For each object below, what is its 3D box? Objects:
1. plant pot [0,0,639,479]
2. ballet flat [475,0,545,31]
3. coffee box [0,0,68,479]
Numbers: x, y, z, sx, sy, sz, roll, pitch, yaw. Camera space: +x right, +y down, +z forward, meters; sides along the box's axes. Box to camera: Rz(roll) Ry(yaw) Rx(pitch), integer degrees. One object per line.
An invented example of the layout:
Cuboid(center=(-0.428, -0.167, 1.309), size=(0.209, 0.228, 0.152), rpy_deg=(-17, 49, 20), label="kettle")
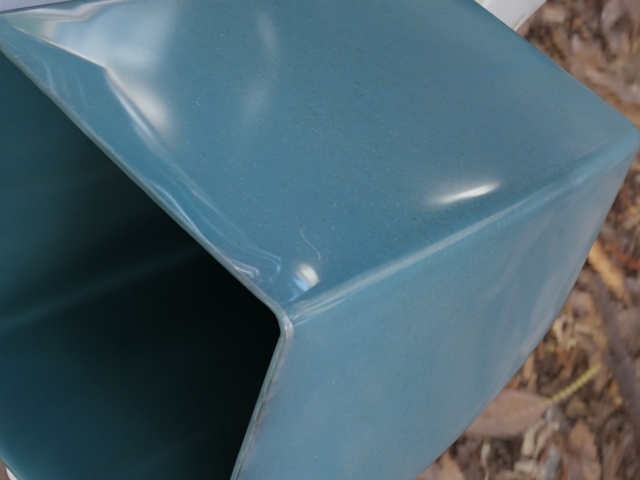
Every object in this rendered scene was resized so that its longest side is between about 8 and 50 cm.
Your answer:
Cuboid(center=(0.000, 0.000, 0.644), size=(0.234, 0.165, 0.166), rpy_deg=(-23, 54, -39), label="plant pot")
Cuboid(center=(0.014, -0.171, 1.045), size=(0.483, 0.164, 0.182), rpy_deg=(-8, 62, 23), label="ballet flat")
Cuboid(center=(-0.300, 0.003, 0.858), size=(0.338, 0.334, 0.338), rpy_deg=(-7, 15, -22), label="coffee box")
